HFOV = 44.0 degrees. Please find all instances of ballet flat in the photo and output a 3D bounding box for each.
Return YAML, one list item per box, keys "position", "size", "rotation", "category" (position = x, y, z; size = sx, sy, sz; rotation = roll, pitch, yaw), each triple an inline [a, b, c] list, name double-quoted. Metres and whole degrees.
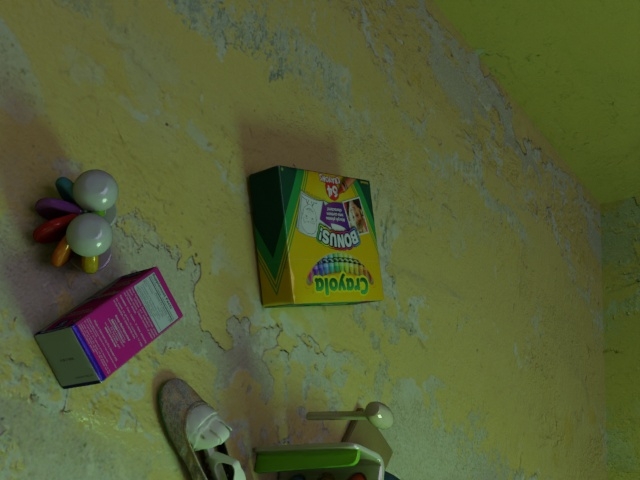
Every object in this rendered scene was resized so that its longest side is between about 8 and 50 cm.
- position: [-0.205, 0.404, 1.512]
  size: [0.107, 0.106, 0.316]
  rotation: [-32, 104, -52]
  category: "ballet flat"

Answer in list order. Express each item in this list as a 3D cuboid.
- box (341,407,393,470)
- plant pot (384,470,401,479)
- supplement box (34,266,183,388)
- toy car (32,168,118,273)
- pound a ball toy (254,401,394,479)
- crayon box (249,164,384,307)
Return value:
- position: [0.101, 0.538, 1.932]
  size: [0.164, 0.021, 0.201]
  rotation: [58, 40, -22]
  category: "box"
- position: [0.109, 0.624, 1.731]
  size: [0.255, 0.271, 0.272]
  rotation: [25, 60, -53]
  category: "plant pot"
- position: [-0.364, 0.149, 1.386]
  size: [0.220, 0.111, 0.114]
  rotation: [-40, 109, -51]
  category: "supplement box"
- position: [-0.424, -0.035, 1.367]
  size: [0.136, 0.159, 0.182]
  rotation: [7, 70, -13]
  category: "toy car"
- position: [0.016, 0.452, 1.604]
  size: [0.135, 0.319, 0.208]
  rotation: [38, 51, -39]
  category: "pound a ball toy"
- position: [0.000, 0.000, 1.906]
  size: [0.363, 0.106, 0.313]
  rotation: [3, 76, -52]
  category: "crayon box"
